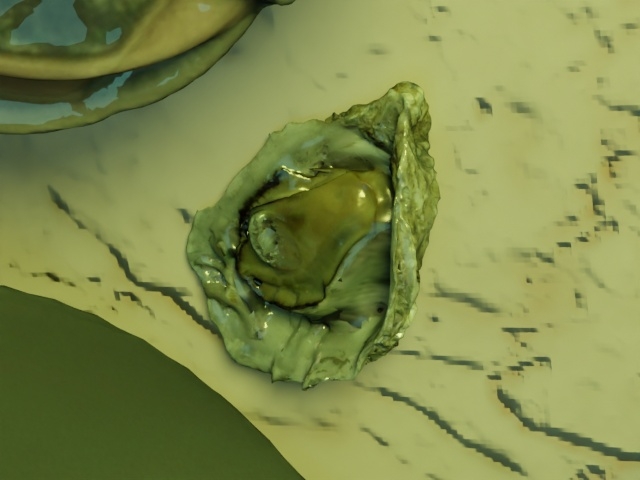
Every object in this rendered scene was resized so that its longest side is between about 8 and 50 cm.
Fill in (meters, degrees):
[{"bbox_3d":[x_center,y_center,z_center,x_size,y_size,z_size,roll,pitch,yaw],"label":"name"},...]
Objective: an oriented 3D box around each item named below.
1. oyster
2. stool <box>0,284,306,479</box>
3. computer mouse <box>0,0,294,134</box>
[{"bbox_3d":[0.000,-0.001,0.597,0.100,0.037,0.098,-1,103,39],"label":"oyster"},{"bbox_3d":[-0.159,0.210,0.615,0.297,0.297,0.330,40,118,-10],"label":"stool"},{"bbox_3d":[-0.048,-0.210,0.434,0.200,0.115,0.389,12,112,-12],"label":"computer mouse"}]
